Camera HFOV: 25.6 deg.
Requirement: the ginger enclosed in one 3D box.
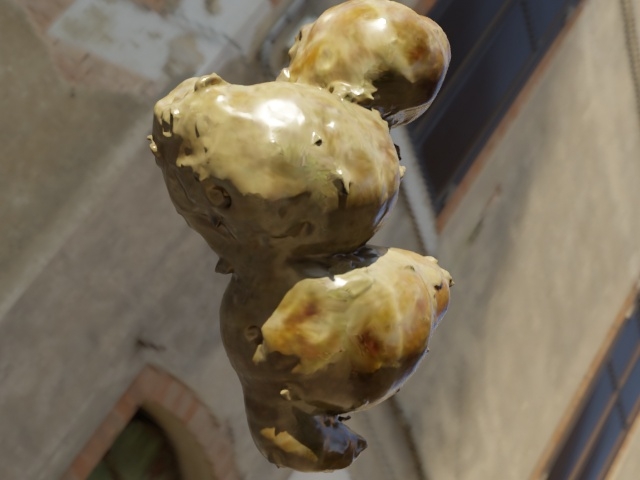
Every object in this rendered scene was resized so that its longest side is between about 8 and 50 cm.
[{"bbox_3d":[0.000,0.000,1.110,0.176,0.256,0.375,4,-80,58],"label":"ginger"}]
